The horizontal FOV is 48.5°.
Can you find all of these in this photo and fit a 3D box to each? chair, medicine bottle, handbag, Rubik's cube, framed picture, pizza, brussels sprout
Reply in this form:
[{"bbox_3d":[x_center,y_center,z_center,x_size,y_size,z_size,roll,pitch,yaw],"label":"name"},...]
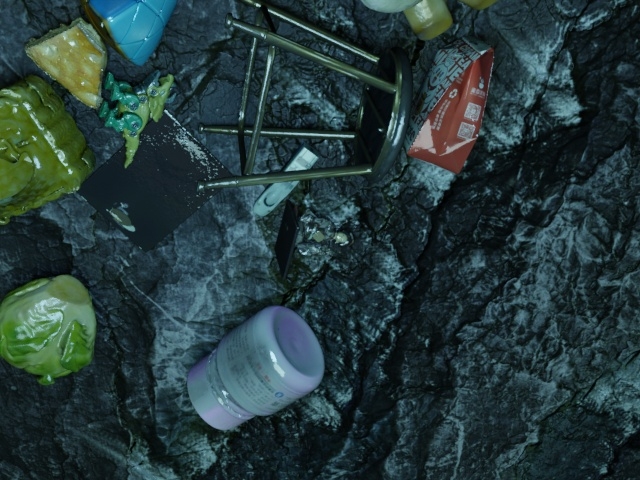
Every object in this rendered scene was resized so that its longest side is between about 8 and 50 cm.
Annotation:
[{"bbox_3d":[-0.036,-0.307,1.536,0.409,0.365,0.362,8,117,-13],"label":"chair"},{"bbox_3d":[-0.178,0.353,1.927,0.324,0.256,0.256,-35,115,22],"label":"medicine bottle"},{"bbox_3d":[0.315,-0.324,1.649,0.151,0.171,0.298,21,116,-13],"label":"handbag"},{"bbox_3d":[-0.380,-0.491,1.530,0.254,0.254,0.255,-2,118,-3],"label":"Rubik's cube"},{"bbox_3d":[-0.415,-0.142,1.782,0.323,0.013,0.244,-37,114,15],"label":"framed picture"},{"bbox_3d":[-0.534,-0.404,1.602,0.188,0.081,0.204,-18,127,32],"label":"pizza"},{"bbox_3d":[-0.714,0.236,1.848,0.259,0.227,0.294,23,107,-31],"label":"brussels sprout"}]

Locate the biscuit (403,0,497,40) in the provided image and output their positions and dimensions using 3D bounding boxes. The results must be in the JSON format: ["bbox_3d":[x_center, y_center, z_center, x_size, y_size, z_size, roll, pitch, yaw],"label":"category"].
[{"bbox_3d":[0.259,-0.610,1.553,0.236,0.062,0.291,-27,115,11],"label":"biscuit"}]

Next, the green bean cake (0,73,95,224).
[{"bbox_3d":[-0.713,-0.198,1.624,0.309,0.202,0.285,-26,115,9],"label":"green bean cake"}]

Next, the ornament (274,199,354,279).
[{"bbox_3d":[0.000,0.000,1.825,0.196,0.153,0.166,6,119,-18],"label":"ornament"}]

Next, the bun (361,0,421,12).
[{"bbox_3d":[0.163,-0.583,1.429,0.239,0.141,0.239,-11,115,-24],"label":"bun"}]

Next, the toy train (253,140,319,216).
[{"bbox_3d":[-0.094,-0.142,1.783,0.052,0.051,0.234,35,110,-16],"label":"toy train"}]

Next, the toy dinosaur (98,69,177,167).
[{"bbox_3d":[-0.442,-0.286,1.651,0.153,0.094,0.259,12,118,-38],"label":"toy dinosaur"}]
